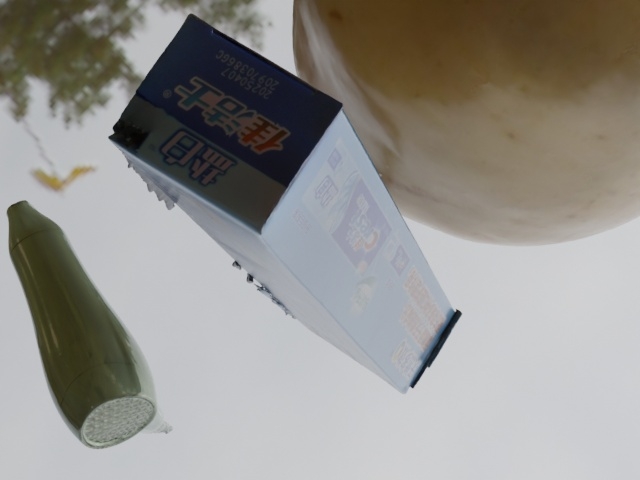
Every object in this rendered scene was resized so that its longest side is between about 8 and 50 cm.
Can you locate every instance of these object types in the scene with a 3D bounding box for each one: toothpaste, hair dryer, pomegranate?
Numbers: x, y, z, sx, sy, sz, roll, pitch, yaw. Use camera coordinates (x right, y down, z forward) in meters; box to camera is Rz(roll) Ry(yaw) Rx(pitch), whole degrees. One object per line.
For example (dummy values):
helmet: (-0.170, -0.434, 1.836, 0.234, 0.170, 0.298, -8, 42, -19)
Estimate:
toothpaste: (0.000, 0.000, 0.542, 0.066, 0.272, 0.053, 30, -98, 19)
hair dryer: (-0.172, 0.097, 1.141, 0.075, 0.237, 0.206, -29, -122, -2)
pomegranate: (0.181, -0.174, 0.914, 0.411, 0.411, 0.411, -30, -147, 22)
